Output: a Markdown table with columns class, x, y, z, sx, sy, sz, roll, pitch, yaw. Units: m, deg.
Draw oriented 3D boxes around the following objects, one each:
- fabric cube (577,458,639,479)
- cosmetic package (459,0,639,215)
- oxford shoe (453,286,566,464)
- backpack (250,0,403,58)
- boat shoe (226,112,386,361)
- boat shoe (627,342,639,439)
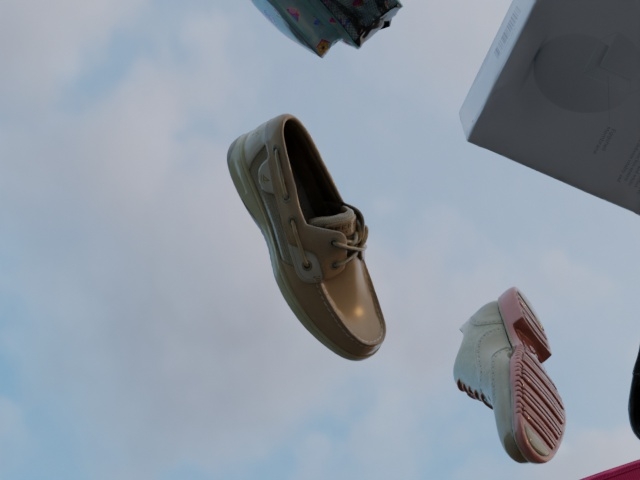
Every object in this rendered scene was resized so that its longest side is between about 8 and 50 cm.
| class | x | y | z | sx | sy | sz | roll | pitch | yaw |
| --- | --- | --- | --- | --- | --- | --- | --- | --- | --- |
| fabric cube | 0.254 | 0.403 | 1.159 | 0.254 | 0.258 | 0.259 | -14 | -25 | -15 |
| cosmetic package | 0.299 | -0.177 | 1.230 | 0.225 | 0.138 | 0.224 | 24 | -71 | -5 |
| oxford shoe | 0.293 | 0.233 | 1.829 | 0.146 | 0.397 | 0.140 | -30 | -70 | 20 |
| backpack | -0.018 | -0.315 | 1.331 | 0.144 | 0.166 | 0.188 | -37 | -56 | -3 |
| boat shoe | 0.000 | 0.000 | 1.494 | 0.110 | 0.121 | 0.341 | -25 | -83 | 42 |
| boat shoe | 0.244 | 0.039 | 0.736 | 0.076 | 0.080 | 0.228 | -17 | -49 | -32 |
